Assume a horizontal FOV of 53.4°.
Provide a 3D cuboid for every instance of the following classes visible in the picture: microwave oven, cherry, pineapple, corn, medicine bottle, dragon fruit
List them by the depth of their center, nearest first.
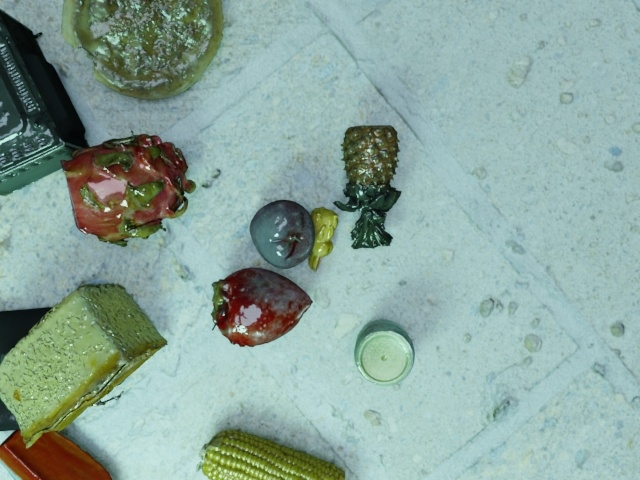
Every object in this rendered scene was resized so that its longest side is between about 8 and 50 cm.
[{"bbox_3d":[-0.756,-0.319,1.494,0.287,0.218,0.354,-25,91,0],"label":"microwave oven"},{"bbox_3d":[-0.443,-0.123,1.501,0.291,0.250,0.268,-14,105,-24],"label":"dragon fruit"},{"bbox_3d":[-0.141,0.161,1.539,0.250,0.192,0.175,-7,126,-8],"label":"cherry"},{"bbox_3d":[-0.092,-0.014,1.549,0.140,0.176,0.176,-16,91,-32],"label":"cherry"},{"bbox_3d":[0.156,0.275,1.566,0.148,0.143,0.147,0,92,3],"label":"medicine bottle"},{"bbox_3d":[-0.109,0.569,1.567,0.388,0.144,0.143,16,90,-5],"label":"corn"},{"bbox_3d":[0.115,-0.129,1.571,0.170,0.141,0.309,-1,98,-6],"label":"pineapple"}]

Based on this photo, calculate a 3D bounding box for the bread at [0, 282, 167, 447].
[{"bbox_3d":[-0.556,0.280,1.507,0.315,0.279,0.248,-41,83,15],"label":"bread"}]

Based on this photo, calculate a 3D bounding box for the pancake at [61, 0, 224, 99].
[{"bbox_3d":[-0.411,-0.511,1.493,0.383,0.071,0.382,-9,118,-16],"label":"pancake"}]

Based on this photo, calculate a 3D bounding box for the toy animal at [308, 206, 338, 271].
[{"bbox_3d":[0.001,-0.001,1.603,0.070,0.083,0.159,4,103,-11],"label":"toy animal"}]

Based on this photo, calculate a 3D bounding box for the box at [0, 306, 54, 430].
[{"bbox_3d":[-0.731,0.310,1.539,0.289,0.073,0.289,-5,69,-3],"label":"box"}]

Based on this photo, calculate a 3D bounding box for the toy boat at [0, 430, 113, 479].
[{"bbox_3d":[-0.636,0.588,1.556,0.332,0.145,0.133,41,125,-4],"label":"toy boat"}]
